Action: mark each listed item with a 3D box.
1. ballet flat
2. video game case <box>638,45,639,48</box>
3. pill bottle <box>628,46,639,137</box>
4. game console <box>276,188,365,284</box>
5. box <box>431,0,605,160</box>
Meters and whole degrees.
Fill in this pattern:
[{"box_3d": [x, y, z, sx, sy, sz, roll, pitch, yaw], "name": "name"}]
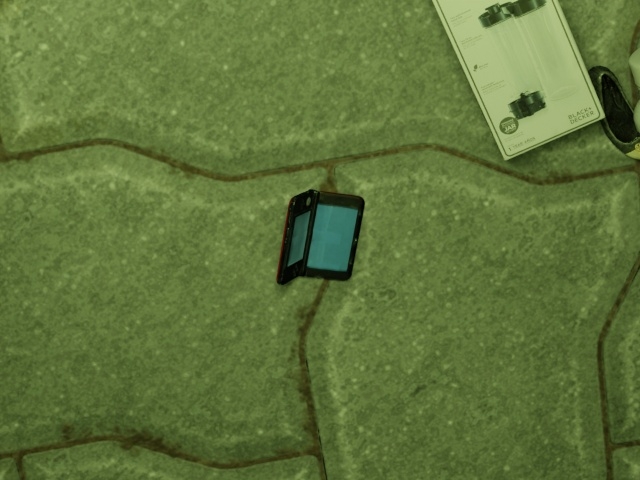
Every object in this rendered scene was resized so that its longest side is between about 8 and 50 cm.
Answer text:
[{"box_3d": [0.462, -0.194, 1.822, 0.057, 0.049, 0.173, -34, 107, 7], "name": "ballet flat"}, {"box_3d": [0.588, -0.310, 1.815, 0.166, 0.015, 0.119, 20, 104, -10], "name": "video game case"}, {"box_3d": [0.581, -0.155, 1.773, 0.176, 0.176, 0.318, -26, 110, 3], "name": "pill bottle"}, {"box_3d": [0.000, 0.000, 1.828, 0.085, 0.124, 0.144, 15, 107, 18], "name": "game console"}, {"box_3d": [0.290, -0.287, 1.747, 0.169, 0.087, 0.290, -24, 108, 13], "name": "box"}]
